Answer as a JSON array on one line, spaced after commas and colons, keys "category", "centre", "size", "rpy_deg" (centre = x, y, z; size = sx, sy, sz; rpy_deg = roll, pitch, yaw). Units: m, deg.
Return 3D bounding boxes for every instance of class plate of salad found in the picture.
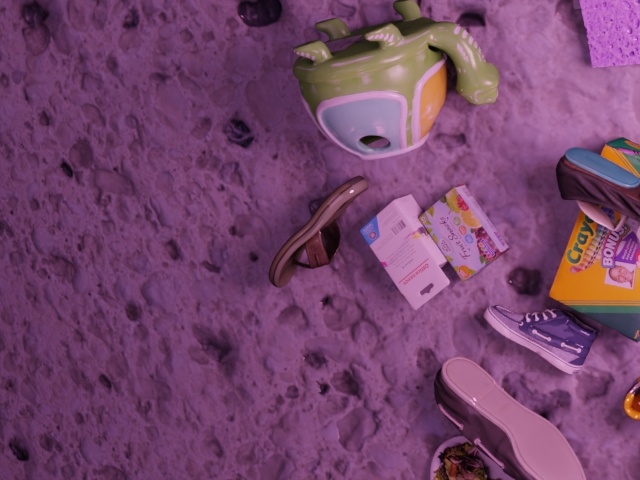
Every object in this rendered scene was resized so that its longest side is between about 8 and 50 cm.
[{"category": "plate of salad", "centre": [0.283, 0.458, 2.061], "size": [0.199, 0.048, 0.200], "rpy_deg": [12, 109, 35]}]

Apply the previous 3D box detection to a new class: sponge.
[{"category": "sponge", "centre": [0.500, -0.325, 1.681], "size": [0.210, 0.031, 0.117], "rpy_deg": [1, 116, 36]}]

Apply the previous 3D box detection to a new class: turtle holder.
[{"category": "turtle holder", "centre": [0.124, -0.274, 1.898], "size": [0.320, 0.243, 0.227], "rpy_deg": [-18, 110, 0]}]

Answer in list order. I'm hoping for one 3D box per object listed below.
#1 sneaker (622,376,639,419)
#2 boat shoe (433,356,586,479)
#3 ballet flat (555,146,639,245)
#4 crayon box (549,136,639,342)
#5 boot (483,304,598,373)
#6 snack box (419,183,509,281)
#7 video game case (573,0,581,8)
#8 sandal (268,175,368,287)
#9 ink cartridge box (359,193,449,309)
[{"category": "sneaker", "centre": [0.575, 0.231, 1.748], "size": [0.225, 0.092, 0.088], "rpy_deg": [-36, 80, 37]}, {"category": "boat shoe", "centre": [0.329, 0.344, 1.967], "size": [0.335, 0.112, 0.095], "rpy_deg": [45, 142, 26]}, {"category": "ballet flat", "centre": [0.472, -0.051, 1.655], "size": [0.280, 0.095, 0.096], "rpy_deg": [31, 128, 38]}, {"category": "crayon box", "centre": [0.488, -0.002, 1.758], "size": [0.165, 0.081, 0.279], "rpy_deg": [29, 118, 28]}, {"category": "boot", "centre": [0.376, 0.142, 1.901], "size": [0.190, 0.069, 0.086], "rpy_deg": [31, 112, 18]}, {"category": "snack box", "centre": [0.252, -0.013, 1.965], "size": [0.100, 0.037, 0.141], "rpy_deg": [-43, 75, 38]}, {"category": "video game case", "centre": [0.458, -0.433, 1.707], "size": [0.157, 0.019, 0.143], "rpy_deg": [2, 103, 38]}, {"category": "sandal", "centre": [0.000, 0.000, 2.117], "size": [0.086, 0.120, 0.303], "rpy_deg": [45, 125, 3]}, {"category": "ink cartridge box", "centre": [0.166, 0.022, 2.023], "size": [0.104, 0.061, 0.181], "rpy_deg": [-42, 75, 37]}]
